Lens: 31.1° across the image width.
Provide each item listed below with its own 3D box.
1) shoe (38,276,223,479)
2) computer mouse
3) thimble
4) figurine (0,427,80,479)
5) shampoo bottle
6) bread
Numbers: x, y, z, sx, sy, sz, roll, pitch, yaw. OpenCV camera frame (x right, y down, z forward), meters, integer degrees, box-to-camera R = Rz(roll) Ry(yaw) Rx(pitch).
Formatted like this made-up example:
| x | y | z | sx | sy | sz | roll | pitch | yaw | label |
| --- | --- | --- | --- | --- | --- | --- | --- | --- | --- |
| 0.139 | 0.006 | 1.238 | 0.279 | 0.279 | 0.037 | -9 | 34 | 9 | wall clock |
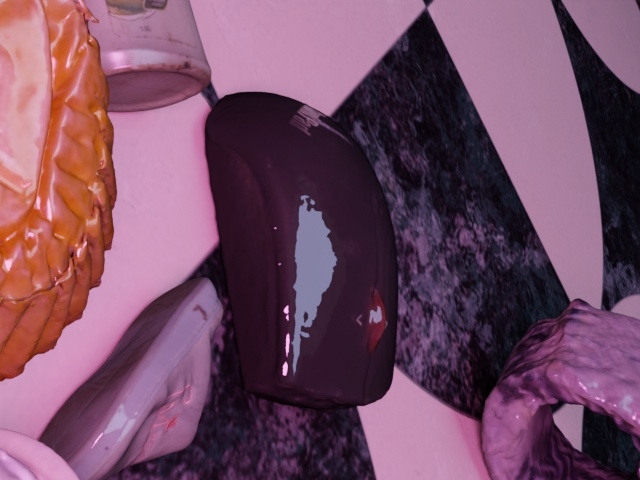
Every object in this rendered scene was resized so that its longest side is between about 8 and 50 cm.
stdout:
| x | y | z | sx | sy | sz | roll | pitch | yaw | label |
| --- | --- | --- | --- | --- | --- | --- | --- | --- | --- |
| -0.101 | 0.098 | 0.717 | 0.078 | 0.079 | 0.195 | 51 | 31 | -17 | shoe |
| 0.000 | 0.000 | 0.915 | 0.170 | 0.100 | 0.269 | 9 | 66 | -54 | computer mouse |
| 0.280 | 0.195 | 1.143 | 0.245 | 0.217 | 0.157 | 57 | 31 | -9 | thimble |
| -0.184 | 0.166 | 0.477 | 0.141 | 0.162 | 0.237 | 85 | 29 | -42 | figurine |
| -0.151 | -0.213 | 0.799 | 0.118 | 0.087 | 0.234 | -3 | 76 | -57 | shampoo bottle |
| -0.193 | -0.037 | 0.563 | 0.240 | 0.139 | 0.240 | 13 | 71 | -43 | bread |
